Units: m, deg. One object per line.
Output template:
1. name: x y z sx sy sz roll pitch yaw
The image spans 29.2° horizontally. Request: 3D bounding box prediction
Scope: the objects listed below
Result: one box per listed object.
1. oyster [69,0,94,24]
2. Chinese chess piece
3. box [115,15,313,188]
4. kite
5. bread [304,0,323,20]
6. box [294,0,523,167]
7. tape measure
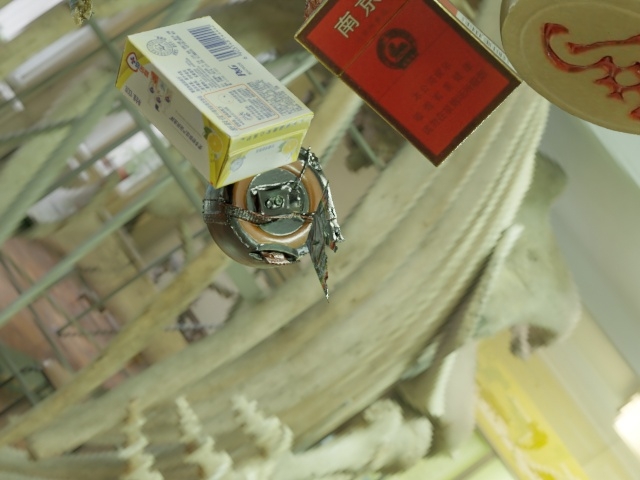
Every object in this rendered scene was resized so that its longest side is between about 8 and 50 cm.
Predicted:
1. oyster: -0.350 -0.361 1.818 0.034 0.051 0.093 24 47 -28
2. Chinese chess piece: 0.315 -0.215 1.251 0.273 0.102 0.273 21 -22 9
3. box: -0.162 -0.211 1.827 0.265 0.168 0.097 43 -44 25
4. kite: 0.000 0.000 1.223 0.090 0.004 0.122 -168 -101 -68
5. bread: 0.051 -0.384 1.941 0.160 0.160 0.073 -128 -150 -48
6. box: 0.108 -0.225 1.479 0.240 0.153 0.074 42 27 -7
7. tape measure: -0.079 -0.057 2.004 0.135 0.223 0.202 -18 -92 60
